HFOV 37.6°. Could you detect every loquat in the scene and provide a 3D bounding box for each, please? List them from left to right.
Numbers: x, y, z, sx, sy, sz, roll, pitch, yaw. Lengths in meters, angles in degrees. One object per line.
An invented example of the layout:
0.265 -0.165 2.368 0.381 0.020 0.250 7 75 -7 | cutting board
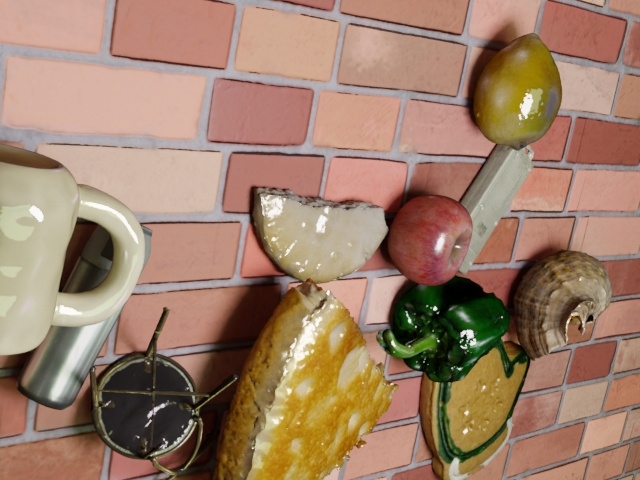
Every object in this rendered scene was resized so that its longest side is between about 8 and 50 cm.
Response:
0.334 -0.249 1.579 0.152 0.152 0.195 -4 101 -41 | loquat

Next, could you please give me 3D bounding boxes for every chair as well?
-0.228 0.233 1.273 0.160 0.170 0.326 -42 174 -27 | chair

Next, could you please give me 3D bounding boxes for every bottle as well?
-0.294 0.087 1.180 0.079 0.096 0.254 28 87 -1 | bottle

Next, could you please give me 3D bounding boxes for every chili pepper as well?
0.196 0.157 1.606 0.261 0.174 0.165 -25 147 -34 | chili pepper

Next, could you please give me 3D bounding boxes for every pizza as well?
-0.017 0.271 1.493 0.406 0.130 0.440 7 104 -58 | pizza

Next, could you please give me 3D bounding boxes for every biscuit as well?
0.001 0.001 1.446 0.289 0.038 0.141 6 103 -43 | biscuit
0.313 0.305 1.839 0.287 0.057 0.344 -30 125 -30 | biscuit

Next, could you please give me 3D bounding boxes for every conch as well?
0.453 0.110 1.813 0.210 0.159 0.291 -34 173 17 | conch

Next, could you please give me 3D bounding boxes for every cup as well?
-0.324 0.012 1.032 0.255 0.173 0.202 14 100 -10 | cup

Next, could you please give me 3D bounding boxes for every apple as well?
0.179 -0.004 1.546 0.153 0.120 0.154 -37 137 -44 | apple

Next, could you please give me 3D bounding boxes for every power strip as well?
0.289 -0.061 1.674 0.078 0.052 0.272 42 76 -43 | power strip
